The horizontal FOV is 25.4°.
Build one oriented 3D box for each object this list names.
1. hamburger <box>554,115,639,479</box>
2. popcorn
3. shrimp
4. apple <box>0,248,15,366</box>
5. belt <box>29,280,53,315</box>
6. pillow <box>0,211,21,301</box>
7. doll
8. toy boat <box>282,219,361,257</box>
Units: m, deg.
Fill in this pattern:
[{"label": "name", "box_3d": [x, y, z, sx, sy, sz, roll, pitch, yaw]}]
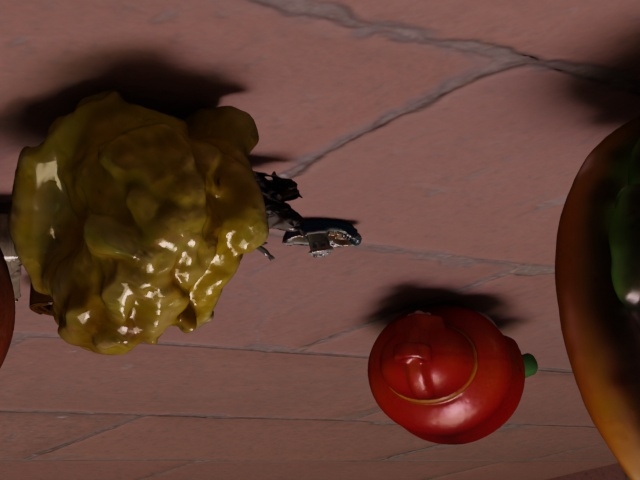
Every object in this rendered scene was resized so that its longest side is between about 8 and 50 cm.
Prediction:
[{"label": "hamburger", "box_3d": [0.354, 0.055, 1.068, 0.395, 0.396, 0.277, 8, 158, -40]}, {"label": "popcorn", "box_3d": [-0.128, -0.013, 1.012, 0.155, 0.198, 0.197, 7, 159, -44]}, {"label": "shrimp", "box_3d": [-0.097, -0.027, 1.142, 0.174, 0.082, 0.076, 1, 167, -2]}, {"label": "apple", "box_3d": [-0.345, 0.034, 1.007, 0.253, 0.254, 0.253, -6, 163, -2]}, {"label": "belt", "box_3d": [-0.259, 0.055, 1.426, 0.059, 0.036, 0.083, -7, 164, 25]}, {"label": "pillow", "box_3d": [-0.329, 0.017, 1.198, 0.181, 0.078, 0.134, -1, 161, -20]}, {"label": "doll", "box_3d": [0.151, 0.161, 1.712, 0.182, 0.160, 0.363, -4, 164, 18]}, {"label": "toy boat", "box_3d": [0.000, 0.000, 1.340, 0.083, 0.038, 0.038, 2, 161, -30]}]
